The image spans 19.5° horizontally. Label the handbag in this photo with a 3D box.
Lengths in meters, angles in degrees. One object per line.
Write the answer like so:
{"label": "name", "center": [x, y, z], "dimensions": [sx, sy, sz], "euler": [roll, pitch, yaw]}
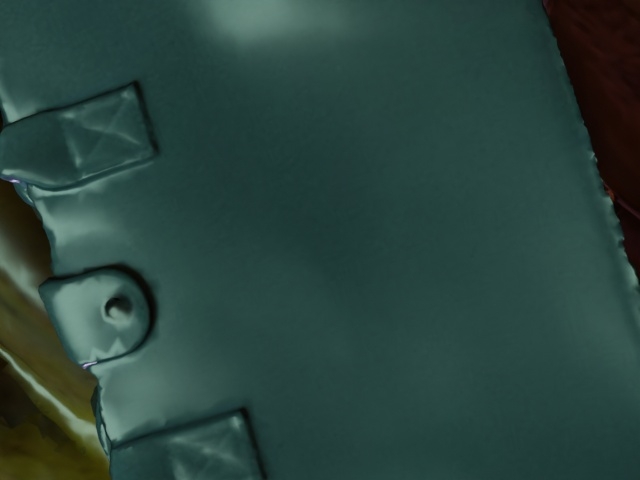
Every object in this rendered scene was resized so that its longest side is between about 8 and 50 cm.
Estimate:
{"label": "handbag", "center": [0.000, 0.000, 0.464], "dimensions": [0.144, 0.057, 0.221], "euler": [-18, 93, 6]}

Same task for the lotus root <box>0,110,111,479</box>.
{"label": "lotus root", "center": [-0.119, -0.025, 0.565], "dimensions": [0.291, 0.193, 0.193], "euler": [50, 142, 0]}
